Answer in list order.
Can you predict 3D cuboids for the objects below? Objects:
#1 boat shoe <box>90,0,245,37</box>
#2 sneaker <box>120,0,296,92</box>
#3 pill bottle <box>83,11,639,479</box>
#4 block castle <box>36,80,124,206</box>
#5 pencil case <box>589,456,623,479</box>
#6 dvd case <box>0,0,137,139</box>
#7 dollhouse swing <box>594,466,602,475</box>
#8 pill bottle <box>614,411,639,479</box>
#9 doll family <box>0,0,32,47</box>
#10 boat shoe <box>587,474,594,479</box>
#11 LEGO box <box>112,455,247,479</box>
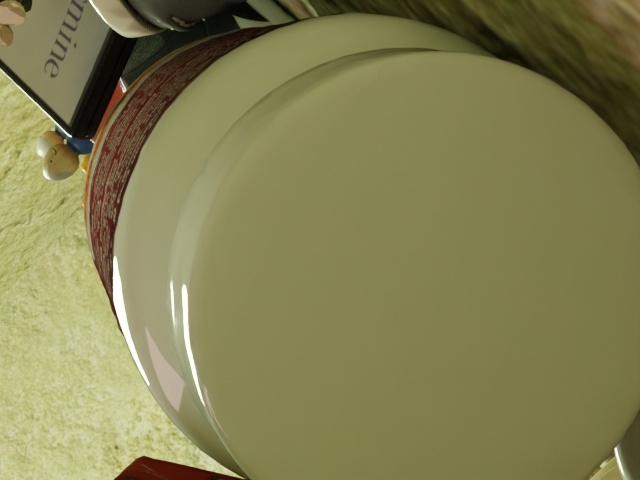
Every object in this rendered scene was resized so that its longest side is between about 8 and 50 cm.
[{"bbox_3d":[-0.103,-0.219,0.603,0.099,0.116,0.319,-4,148,17],"label":"boat shoe"},{"bbox_3d":[-0.067,-0.113,0.889,0.217,0.121,0.079,44,177,0],"label":"sneaker"},{"bbox_3d":[0.000,0.000,0.657,0.224,0.224,0.392,45,176,-15],"label":"pill bottle"},{"bbox_3d":[-0.216,-0.147,1.330,0.453,0.213,0.303,39,173,47],"label":"block castle"},{"bbox_3d":[0.323,0.299,0.819,0.410,0.183,0.160,40,156,45],"label":"pencil case"},{"bbox_3d":[-0.189,-0.205,0.840,0.253,0.180,0.022,41,-157,33],"label":"dvd case"},{"bbox_3d":[0.359,0.471,1.434,0.305,0.315,0.347,32,180,11],"label":"dollhouse swing"},{"bbox_3d":[0.215,0.123,0.636,0.108,0.108,0.193,41,174,36],"label":"pill bottle"},{"bbox_3d":[-0.166,-0.208,0.725,0.076,0.193,0.111,28,-136,-13],"label":"doll family"},{"bbox_3d":[0.248,0.227,1.454,0.110,0.121,0.341,7,-174,-10],"label":"boat shoe"},{"bbox_3d":[0.103,0.337,0.522,0.500,0.372,0.193,12,-177,4],"label":"LEGO box"}]
